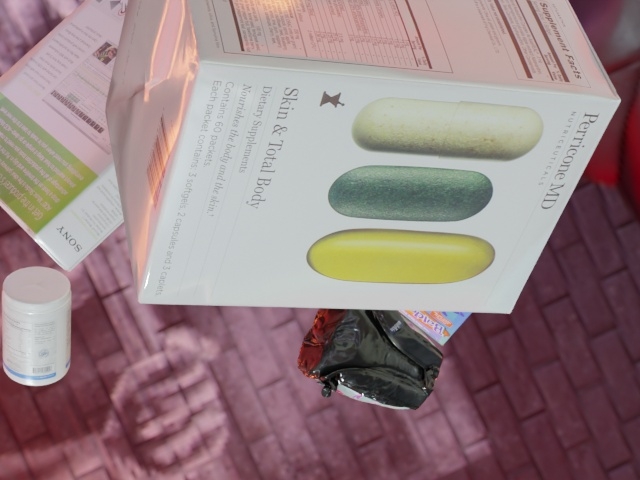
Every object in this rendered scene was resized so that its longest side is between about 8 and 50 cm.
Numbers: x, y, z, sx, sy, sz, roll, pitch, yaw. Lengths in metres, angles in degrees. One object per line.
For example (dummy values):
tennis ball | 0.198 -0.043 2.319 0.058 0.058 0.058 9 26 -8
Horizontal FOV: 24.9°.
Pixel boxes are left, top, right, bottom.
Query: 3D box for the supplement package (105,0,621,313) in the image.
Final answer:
supplement package | 0.013 -0.090 0.951 0.198 0.263 0.199 -106 27 -43

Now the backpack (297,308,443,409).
backpack | 0.072 0.147 1.923 0.182 0.152 0.115 28 -176 -29

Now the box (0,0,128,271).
box | -0.164 -0.141 1.266 0.232 0.322 0.058 37 166 47

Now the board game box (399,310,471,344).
board game box | 0.169 0.074 2.301 0.160 0.047 0.210 38 158 6

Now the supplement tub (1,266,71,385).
supplement tub | -0.290 0.088 1.485 0.071 0.071 0.107 -120 31 -52
